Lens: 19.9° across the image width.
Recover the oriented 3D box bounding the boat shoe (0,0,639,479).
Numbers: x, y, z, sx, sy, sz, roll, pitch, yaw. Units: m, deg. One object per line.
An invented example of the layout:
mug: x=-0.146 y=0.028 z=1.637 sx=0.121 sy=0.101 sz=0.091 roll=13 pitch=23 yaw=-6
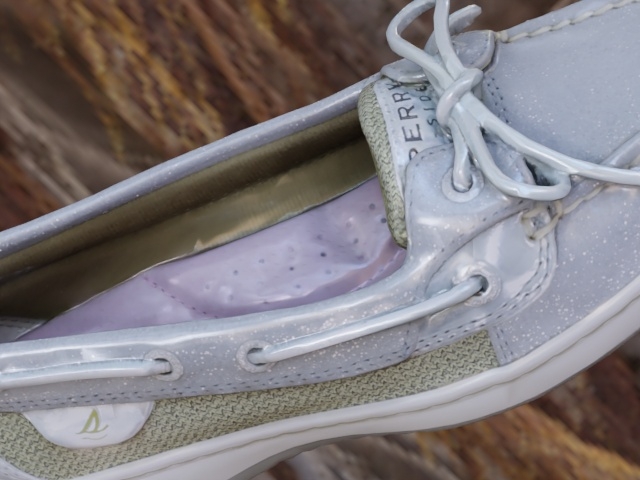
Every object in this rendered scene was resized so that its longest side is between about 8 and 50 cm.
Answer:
boat shoe: x=-0.001 y=-0.001 z=0.595 sx=0.320 sy=0.103 sz=0.118 roll=-23 pitch=43 yaw=18
